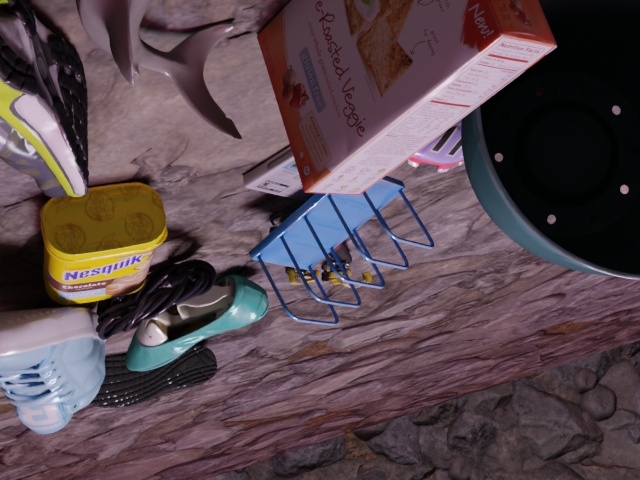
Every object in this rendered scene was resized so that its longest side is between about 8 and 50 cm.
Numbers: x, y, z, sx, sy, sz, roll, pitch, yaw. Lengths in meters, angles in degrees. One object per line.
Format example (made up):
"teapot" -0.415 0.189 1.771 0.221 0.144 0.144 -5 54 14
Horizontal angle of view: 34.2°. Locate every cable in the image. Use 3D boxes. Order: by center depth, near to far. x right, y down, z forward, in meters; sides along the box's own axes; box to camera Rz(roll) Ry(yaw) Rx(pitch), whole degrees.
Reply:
"cable" -0.200 0.071 1.267 0.150 0.047 0.184 -16 -169 2

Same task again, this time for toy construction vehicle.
"toy construction vehicle" 0.012 0.054 1.495 0.098 0.035 0.086 5 169 -37

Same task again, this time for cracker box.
"cracker box" 0.055 -0.156 0.813 0.067 0.156 0.232 1 153 -41

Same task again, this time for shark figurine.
"shark figurine" -0.129 -0.150 0.741 0.166 0.116 0.278 -13 159 -9

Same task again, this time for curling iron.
"curling iron" 0.000 0.000 1.393 0.068 0.035 0.274 -1 171 18

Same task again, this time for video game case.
"video game case" 0.014 -0.086 1.181 0.143 0.019 0.157 -30 157 31

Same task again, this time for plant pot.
"plant pot" 0.264 -0.103 0.980 0.293 0.293 0.235 -16 177 -5

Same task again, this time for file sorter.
"file sorter" 0.028 0.011 1.222 0.170 0.104 0.118 -40 152 23

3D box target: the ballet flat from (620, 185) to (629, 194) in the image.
"ballet flat" 0.567 -0.066 1.585 0.316 0.106 0.107 -3 157 -36

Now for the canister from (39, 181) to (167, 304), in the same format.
"canister" -0.241 0.008 1.139 0.126 0.073 0.170 -10 161 -19

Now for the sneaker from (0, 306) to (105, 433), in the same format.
"sneaker" -0.327 0.158 1.247 0.135 0.150 0.366 -5 174 6

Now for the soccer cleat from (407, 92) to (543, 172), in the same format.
"soccer cleat" 0.176 -0.132 1.130 0.248 0.083 0.095 -2 131 -30

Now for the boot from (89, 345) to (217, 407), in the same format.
"boot" -0.300 0.241 1.733 0.246 0.083 0.161 -6 164 -26

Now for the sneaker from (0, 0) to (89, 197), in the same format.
"sneaker" -0.254 -0.114 0.774 0.121 0.111 0.300 -7 157 5

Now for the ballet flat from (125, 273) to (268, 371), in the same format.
"ballet flat" -0.194 0.108 1.475 0.247 0.083 0.087 -24 136 18
